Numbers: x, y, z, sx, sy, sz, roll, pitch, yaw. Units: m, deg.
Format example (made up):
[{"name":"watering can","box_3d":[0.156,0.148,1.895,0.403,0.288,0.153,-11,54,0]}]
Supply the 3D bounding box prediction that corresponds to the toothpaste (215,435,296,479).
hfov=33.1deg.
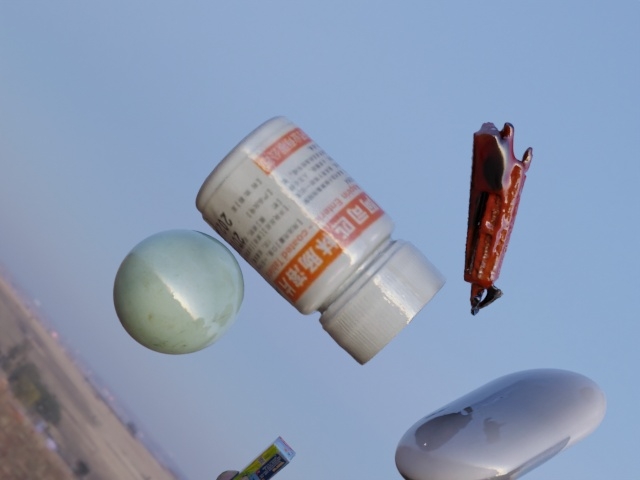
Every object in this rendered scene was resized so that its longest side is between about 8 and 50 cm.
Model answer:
[{"name":"toothpaste","box_3d":[-0.140,0.458,2.122,0.070,0.193,0.044,47,19,2]}]

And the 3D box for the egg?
[{"name":"egg","box_3d":[-0.167,0.061,1.287,0.149,0.149,0.192,49,11,6]}]

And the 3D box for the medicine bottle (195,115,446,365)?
[{"name":"medicine bottle","box_3d":[0.000,0.000,1.681,0.371,0.211,0.211,44,-14,5]}]

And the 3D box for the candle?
[{"name":"candle","box_3d":[0.232,-0.023,1.492,0.059,0.084,0.302,-78,175,-61]}]

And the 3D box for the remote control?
[{"name":"remote control","box_3d":[0.257,0.268,1.537,0.221,0.332,0.103,3,-70,60]}]
